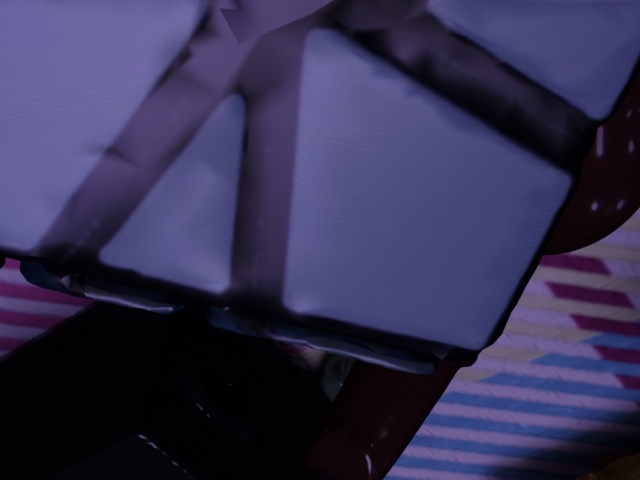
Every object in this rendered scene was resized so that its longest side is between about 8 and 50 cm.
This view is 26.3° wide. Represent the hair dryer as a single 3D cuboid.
[{"bbox_3d":[0.068,0.011,0.668,0.123,0.340,0.312,30,167,12],"label":"hair dryer"}]

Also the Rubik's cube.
[{"bbox_3d":[-0.037,-0.157,0.505,0.288,0.283,0.294,13,119,-17],"label":"Rubik's cube"}]

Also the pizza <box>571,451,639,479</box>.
[{"bbox_3d":[0.300,0.198,1.068,0.335,0.086,0.226,-1,136,-3],"label":"pizza"}]

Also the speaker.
[{"bbox_3d":[-0.106,0.184,0.946,0.232,0.184,0.254,-30,119,25],"label":"speaker"}]

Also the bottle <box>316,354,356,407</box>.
[{"bbox_3d":[0.008,0.119,1.011,0.030,0.030,0.083,8,136,-11],"label":"bottle"}]
